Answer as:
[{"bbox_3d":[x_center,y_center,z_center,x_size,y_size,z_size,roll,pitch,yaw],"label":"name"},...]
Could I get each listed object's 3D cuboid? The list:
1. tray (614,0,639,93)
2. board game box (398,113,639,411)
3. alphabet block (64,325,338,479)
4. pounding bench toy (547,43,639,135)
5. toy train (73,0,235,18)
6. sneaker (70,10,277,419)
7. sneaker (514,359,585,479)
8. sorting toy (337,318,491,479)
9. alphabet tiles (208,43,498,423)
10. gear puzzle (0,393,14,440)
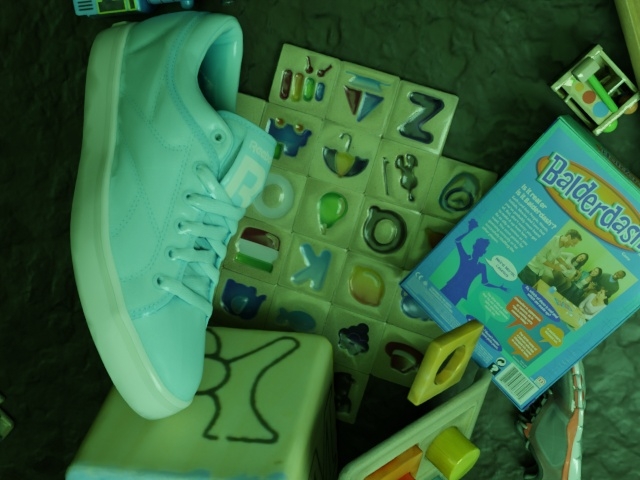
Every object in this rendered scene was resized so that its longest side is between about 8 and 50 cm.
[{"bbox_3d":[0.337,-0.119,0.663,0.076,0.203,0.411,-26,105,-21],"label":"tray"},{"bbox_3d":[0.195,0.021,0.782,0.160,0.047,0.210,47,115,10],"label":"board game box"},{"bbox_3d":[-0.092,0.210,0.814,0.192,0.197,0.193,5,123,9],"label":"alphabet block"},{"bbox_3d":[0.236,-0.125,0.762,0.052,0.083,0.065,-43,92,16],"label":"pounding bench toy"},{"bbox_3d":[-0.142,-0.259,0.807,0.184,0.080,0.105,-4,111,9],"label":"toy train"},{"bbox_3d":[-0.112,-0.041,0.753,0.150,0.135,0.365,-13,72,18],"label":"sneaker"},{"bbox_3d":[0.215,0.167,0.847,0.065,0.061,0.157,3,102,18],"label":"sneaker"},{"bbox_3d":[0.079,0.219,0.775,0.047,0.196,0.347,37,137,30],"label":"sorting toy"},{"bbox_3d":[0.000,0.000,0.872,0.285,0.011,0.342,18,105,6],"label":"alphabet tiles"},{"bbox_3d":[-0.501,0.141,0.976,0.339,0.044,0.175,44,106,-1],"label":"gear puzzle"}]
